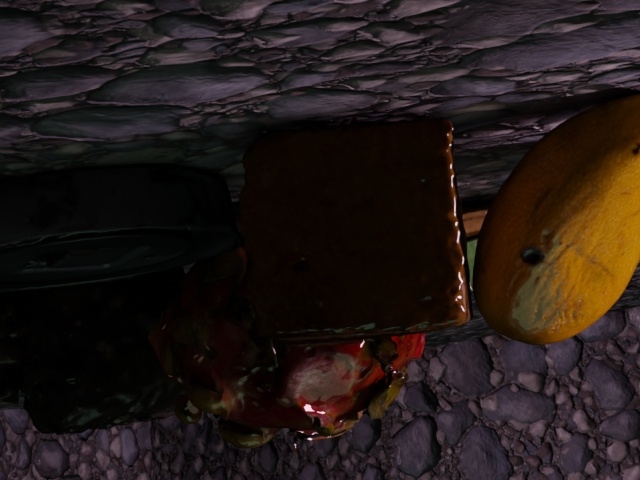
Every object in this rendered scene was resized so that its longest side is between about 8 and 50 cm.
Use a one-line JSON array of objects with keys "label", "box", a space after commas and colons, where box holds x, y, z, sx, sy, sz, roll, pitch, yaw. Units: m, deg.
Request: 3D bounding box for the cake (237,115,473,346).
[{"label": "cake", "box": [0.044, -0.003, 1.519, 0.199, 0.196, 0.293, -8, 176, 7]}]

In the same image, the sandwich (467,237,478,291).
[{"label": "sandwich", "box": [0.213, -0.001, 2.005, 0.074, 0.074, 0.116, -16, -154, 14]}]

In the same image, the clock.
[{"label": "clock", "box": [-0.244, -0.006, 1.599, 0.325, 0.067, 0.325, -8, 171, -1]}]

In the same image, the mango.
[{"label": "mango", "box": [0.246, -0.027, 1.538, 0.177, 0.120, 0.295, 4, 122, -35]}]

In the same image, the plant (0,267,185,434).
[{"label": "plant", "box": [-0.312, 0.122, 1.877, 0.312, 0.215, 0.213, -1, 172, -26]}]

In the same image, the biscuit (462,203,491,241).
[{"label": "biscuit", "box": [0.135, -0.002, 2.020, 0.202, 0.044, 0.289, -12, 176, -25]}]

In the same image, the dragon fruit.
[{"label": "dragon fruit", "box": [-0.040, 0.107, 1.764, 0.291, 0.269, 0.250, -27, 155, -6]}]
